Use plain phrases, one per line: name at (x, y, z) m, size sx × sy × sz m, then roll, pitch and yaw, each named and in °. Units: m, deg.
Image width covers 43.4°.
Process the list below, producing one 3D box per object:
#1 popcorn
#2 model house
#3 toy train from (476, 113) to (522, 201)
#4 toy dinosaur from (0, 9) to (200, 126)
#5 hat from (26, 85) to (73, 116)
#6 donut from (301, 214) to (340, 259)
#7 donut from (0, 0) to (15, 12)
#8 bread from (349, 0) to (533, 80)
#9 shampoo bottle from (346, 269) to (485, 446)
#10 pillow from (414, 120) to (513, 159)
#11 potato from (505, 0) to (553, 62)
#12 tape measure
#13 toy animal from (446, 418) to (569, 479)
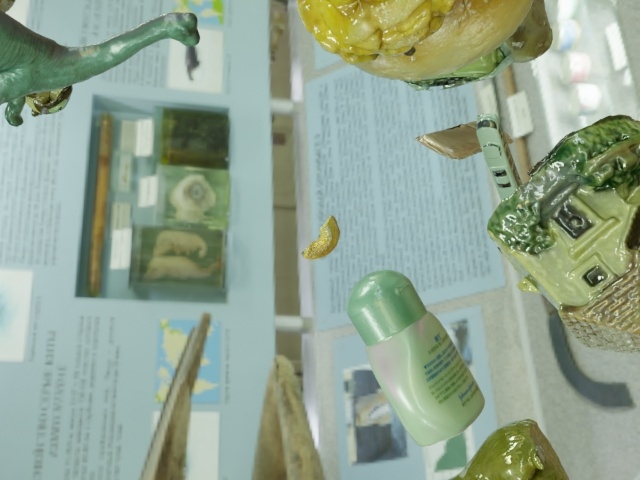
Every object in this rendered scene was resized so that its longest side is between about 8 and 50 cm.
popcorn at (0.058, -0.253, 0.801) m, size 0.152 × 0.167 × 0.148 m, roll 51°, pitch -170°, yaw -44°
model house at (0.453, 0.006, 1.212) m, size 0.321 × 0.261 × 0.266 m, roll -40°, pitch 52°, yaw 9°
toy train at (0.332, -0.149, 1.490) m, size 0.207 × 0.043 × 0.047 m, roll 59°, pitch -139°, yaw -38°
toy dinosaur at (-0.384, -0.270, 0.959) m, size 0.330 × 0.383 × 0.129 m, roll -31°, pitch 47°, yaw 27°
hat at (-0.462, -0.247, 1.362) m, size 0.077 × 0.076 × 0.059 m, roll -61°, pitch -4°, yaw -29°
donut at (0.000, 0.000, 1.472) m, size 0.038 × 0.083 × 0.067 m, roll -121°, pitch 10°, yaw -75°
donut at (-0.560, -0.476, 1.285) m, size 0.272 × 0.107 × 0.272 m, roll 29°, pitch 130°, yaw 43°
bread at (0.115, -0.338, 0.966) m, size 0.305 × 0.158 × 0.306 m, roll -11°, pitch 69°, yaw 30°
shampoo bottle at (0.179, 0.221, 1.608) m, size 0.151 × 0.222 × 0.350 m, roll -30°, pitch 90°, yaw 37°
pillow at (0.329, -0.228, 1.821) m, size 0.135 × 0.211 × 0.034 m, roll 37°, pitch 134°, yaw 46°
potato at (0.336, -0.444, 1.484) m, size 0.165 × 0.262 × 0.165 m, roll -30°, pitch 29°, yaw 18°
tape measure at (0.186, -0.268, 1.184) m, size 0.177 × 0.154 × 0.088 m, roll -2°, pitch 94°, yaw 36°
toy animal at (0.295, 0.494, 1.487) m, size 0.363 × 0.181 × 0.180 m, roll -46°, pitch 37°, yaw 8°
